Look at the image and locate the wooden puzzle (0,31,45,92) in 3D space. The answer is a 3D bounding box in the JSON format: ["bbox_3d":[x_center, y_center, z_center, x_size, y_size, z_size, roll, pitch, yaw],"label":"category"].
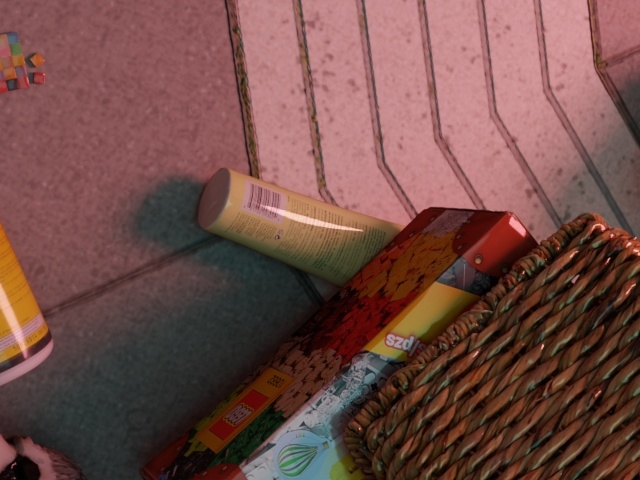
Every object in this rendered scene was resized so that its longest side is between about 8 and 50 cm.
[{"bbox_3d":[-0.282,-0.153,1.140,0.083,0.006,0.049,-15,101,-20],"label":"wooden puzzle"}]

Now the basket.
[{"bbox_3d":[0.211,0.166,1.053,0.299,0.223,0.213,-42,137,-14],"label":"basket"}]

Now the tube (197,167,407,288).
[{"bbox_3d":[0.000,0.000,1.243,0.240,0.062,0.070,20,131,-27],"label":"tube"}]

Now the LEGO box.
[{"bbox_3d":[0.147,0.274,1.186,0.372,0.193,0.500,-43,105,-12],"label":"LEGO box"}]

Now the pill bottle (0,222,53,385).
[{"bbox_3d":[-0.304,0.031,1.096,0.103,0.103,0.184,-25,104,-17],"label":"pill bottle"}]

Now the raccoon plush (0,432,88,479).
[{"bbox_3d":[-0.339,0.352,1.116,0.299,0.216,0.447,-6,127,-34],"label":"raccoon plush"}]
